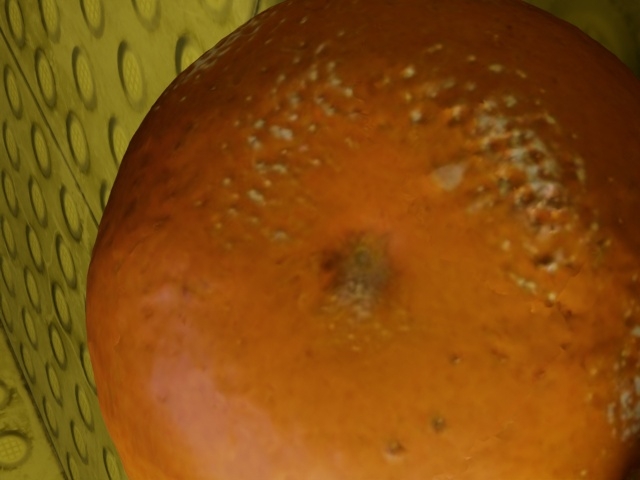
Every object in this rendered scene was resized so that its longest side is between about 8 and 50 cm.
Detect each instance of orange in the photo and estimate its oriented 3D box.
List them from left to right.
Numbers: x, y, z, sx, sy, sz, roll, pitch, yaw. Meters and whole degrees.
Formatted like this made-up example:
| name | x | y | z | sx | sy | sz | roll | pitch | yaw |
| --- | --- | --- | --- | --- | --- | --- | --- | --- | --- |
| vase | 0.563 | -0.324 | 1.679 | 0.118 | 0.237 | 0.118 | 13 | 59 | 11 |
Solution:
| name | x | y | z | sx | sy | sz | roll | pitch | yaw |
| --- | --- | --- | --- | --- | --- | --- | --- | --- | --- |
| orange | 0.055 | 0.040 | 0.763 | 0.424 | 0.424 | 0.326 | 64 | -173 | 19 |

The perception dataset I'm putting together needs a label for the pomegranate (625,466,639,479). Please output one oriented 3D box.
| name | x | y | z | sx | sy | sz | roll | pitch | yaw |
| --- | --- | --- | --- | --- | --- | --- | --- | --- | --- |
| pomegranate | 0.289 | 0.261 | 0.516 | 0.410 | 0.410 | 0.410 | 39 | 137 | 48 |
